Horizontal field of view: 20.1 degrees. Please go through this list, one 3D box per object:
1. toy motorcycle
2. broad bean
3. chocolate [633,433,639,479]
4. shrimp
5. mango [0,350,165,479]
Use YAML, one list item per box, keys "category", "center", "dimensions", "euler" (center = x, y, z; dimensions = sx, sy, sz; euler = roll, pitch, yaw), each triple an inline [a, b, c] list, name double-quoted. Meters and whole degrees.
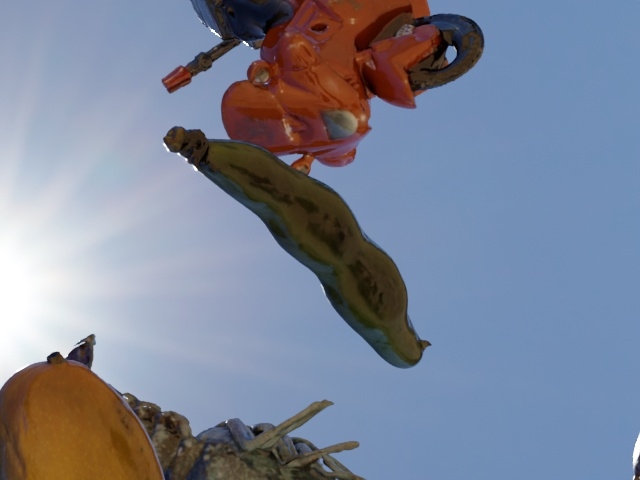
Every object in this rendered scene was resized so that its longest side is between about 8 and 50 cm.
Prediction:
- category: "toy motorcycle"
  center: [-0.020, -0.178, 1.582]
  dimensions: [0.221, 0.326, 0.147]
  euler: [-34, -46, -13]
- category: "broad bean"
  center: [0.001, -0.001, 1.215]
  dimensions: [0.060, 0.043, 0.297]
  euler: [-54, -50, -12]
- category: "chocolate"
  center: [0.351, 0.209, 1.704]
  dimensions: [0.124, 0.133, 0.127]
  euler: [39, -124, -8]
- category: "shrimp"
  center: [-0.080, 0.224, 1.710]
  dimensions: [0.166, 0.411, 0.221]
  euler: [-61, -9, -60]
- category: "mango"
  center: [-0.136, 0.150, 1.027]
  dimensions: [0.075, 0.098, 0.190]
  euler: [-87, -11, -70]
